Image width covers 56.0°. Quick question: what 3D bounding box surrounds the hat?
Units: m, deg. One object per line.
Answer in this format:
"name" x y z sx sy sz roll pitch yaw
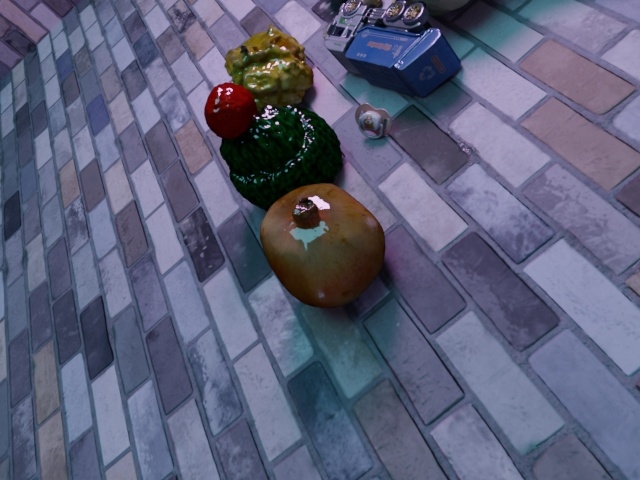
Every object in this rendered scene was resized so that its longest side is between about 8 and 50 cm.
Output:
"hat" -0.130 -0.227 1.396 0.274 0.332 0.242 -36 44 16

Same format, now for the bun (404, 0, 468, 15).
"bun" 0.267 -0.720 1.427 0.219 0.365 0.365 10 59 -6

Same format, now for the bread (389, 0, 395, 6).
"bread" 0.222 -0.642 1.627 0.068 0.028 0.154 7 64 42

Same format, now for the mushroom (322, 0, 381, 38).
"mushroom" 0.088 -0.645 1.720 0.202 0.054 0.059 -36 40 19

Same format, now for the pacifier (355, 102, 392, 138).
"pacifier" 0.133 -0.289 1.439 0.099 0.081 0.078 25 42 20

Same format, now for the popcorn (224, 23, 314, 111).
"popcorn" -0.145 -0.469 1.651 0.249 0.225 0.249 -22 45 23

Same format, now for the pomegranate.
"pomegranate" 0.000 0.000 1.188 0.229 0.270 0.252 -36 52 0

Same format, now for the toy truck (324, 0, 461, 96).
"toy truck" 0.169 -0.478 1.474 0.367 0.146 0.175 31 86 45
